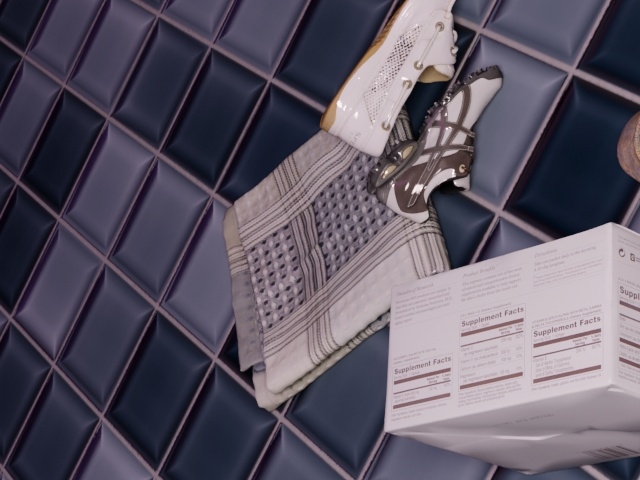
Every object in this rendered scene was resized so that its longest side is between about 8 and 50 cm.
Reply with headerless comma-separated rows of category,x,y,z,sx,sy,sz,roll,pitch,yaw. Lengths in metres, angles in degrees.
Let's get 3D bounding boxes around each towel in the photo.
towel,0.000,0.000,1.948,0.324,0.056,0.312,-40,46,32

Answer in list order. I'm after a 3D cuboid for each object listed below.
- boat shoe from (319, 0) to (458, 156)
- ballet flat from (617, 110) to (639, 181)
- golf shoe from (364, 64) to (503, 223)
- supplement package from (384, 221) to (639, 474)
boat shoe,0.111,-0.213,1.896,0.277,0.096,0.098,-55,1,-10
ballet flat,0.368,-0.102,1.513,0.316,0.106,0.108,4,76,51
golf shoe,0.142,-0.101,1.821,0.198,0.094,0.077,-46,-6,-6
supplement package,0.222,0.106,1.508,0.262,0.204,0.145,-18,60,45
